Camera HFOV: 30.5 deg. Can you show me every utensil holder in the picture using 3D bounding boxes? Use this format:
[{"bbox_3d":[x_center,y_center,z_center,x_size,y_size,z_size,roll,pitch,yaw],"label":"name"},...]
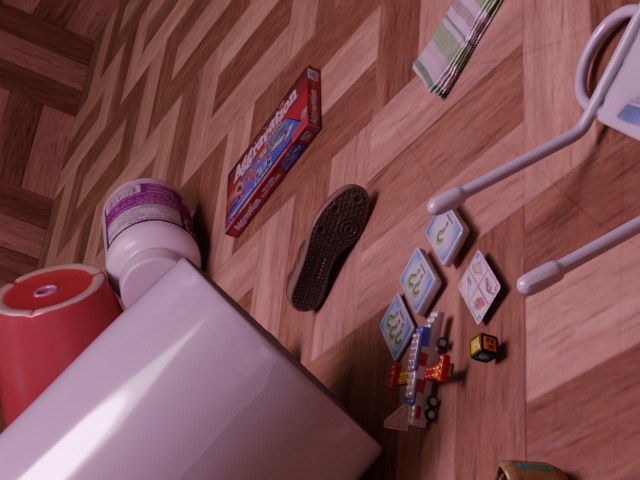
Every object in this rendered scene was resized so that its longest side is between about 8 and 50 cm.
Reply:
[{"bbox_3d":[-0.171,0.256,1.253,0.385,0.327,0.327,-47,22,-5],"label":"utensil holder"}]

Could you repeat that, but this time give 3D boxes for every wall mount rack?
[{"bbox_3d":[0.244,-0.107,1.003,0.304,0.130,0.350,-64,22,11],"label":"wall mount rack"}]

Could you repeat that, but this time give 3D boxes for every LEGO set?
[{"bbox_3d":[0.112,0.082,1.240,0.183,0.060,0.244,-63,23,23],"label":"LEGO set"}]

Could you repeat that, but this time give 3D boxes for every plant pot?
[{"bbox_3d":[-0.436,0.188,2.008,0.275,0.274,0.243,-129,26,-65],"label":"plant pot"}]

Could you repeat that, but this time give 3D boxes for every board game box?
[{"bbox_3d":[-0.081,-0.143,1.921,0.281,0.027,0.145,-50,27,38],"label":"board game box"}]

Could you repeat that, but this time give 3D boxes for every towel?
[{"bbox_3d":[0.167,-0.261,1.461,0.152,0.023,0.113,-60,24,20],"label":"towel"}]

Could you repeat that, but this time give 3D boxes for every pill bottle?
[{"bbox_3d":[-0.301,0.019,2.099,0.169,0.169,0.301,-61,23,19],"label":"pill bottle"}]

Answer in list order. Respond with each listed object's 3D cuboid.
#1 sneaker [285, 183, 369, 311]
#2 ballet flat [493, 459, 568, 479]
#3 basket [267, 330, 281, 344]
[{"bbox_3d":[0.000,0.000,1.555,0.188,0.066,0.071,-62,22,16],"label":"sneaker"},{"bbox_3d":[0.128,0.281,1.000,0.232,0.073,0.080,-64,22,13],"label":"ballet flat"},{"bbox_3d":[-0.153,0.239,1.593,0.227,0.154,0.204,-40,30,57],"label":"basket"}]
